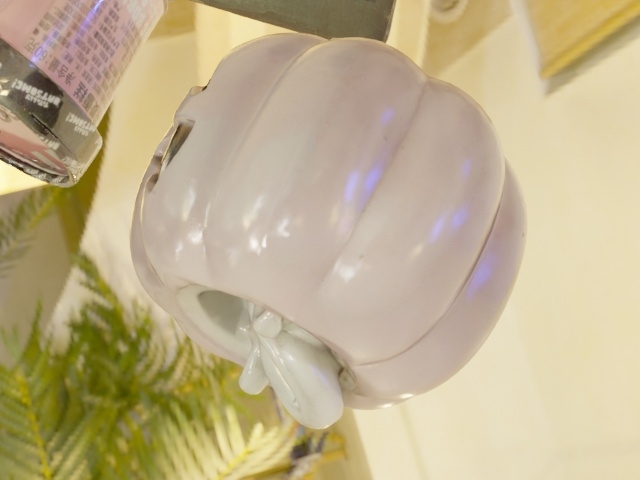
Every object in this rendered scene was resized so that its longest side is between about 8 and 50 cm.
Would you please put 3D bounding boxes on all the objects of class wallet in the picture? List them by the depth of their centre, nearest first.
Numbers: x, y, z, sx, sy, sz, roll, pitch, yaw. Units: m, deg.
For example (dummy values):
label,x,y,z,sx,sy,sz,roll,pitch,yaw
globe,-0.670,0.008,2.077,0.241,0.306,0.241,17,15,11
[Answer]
label,x,y,z,sx,sy,sz,roll,pitch,yaw
wallet,-0.045,-0.237,1.004,0.031,0.232,0.122,-60,166,-50

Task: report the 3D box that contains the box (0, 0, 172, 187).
label,x,y,z,sx,sy,sz,roll,pitch,yaw
box,-0.171,-0.128,0.695,0.135,0.151,0.151,-59,-177,-15

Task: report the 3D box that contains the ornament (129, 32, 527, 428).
label,x,y,z,sx,sy,sz,roll,pitch,yaw
ornament,0.000,0.000,0.541,0.178,0.177,0.177,-16,172,-2
